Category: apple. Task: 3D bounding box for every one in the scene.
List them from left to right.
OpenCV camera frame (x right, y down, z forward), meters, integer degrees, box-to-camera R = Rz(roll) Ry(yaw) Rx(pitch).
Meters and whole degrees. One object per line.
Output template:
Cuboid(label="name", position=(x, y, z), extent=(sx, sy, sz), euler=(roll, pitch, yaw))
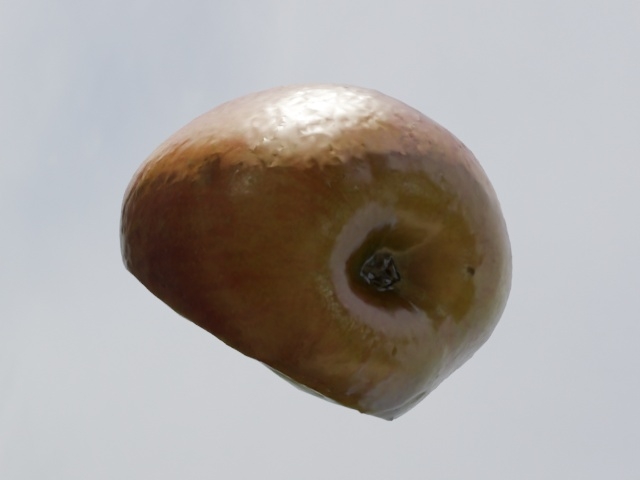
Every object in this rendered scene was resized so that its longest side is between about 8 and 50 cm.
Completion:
Cuboid(label="apple", position=(0.000, 0.000, 0.693), extent=(0.173, 0.195, 0.160), euler=(-1, -118, 61))
